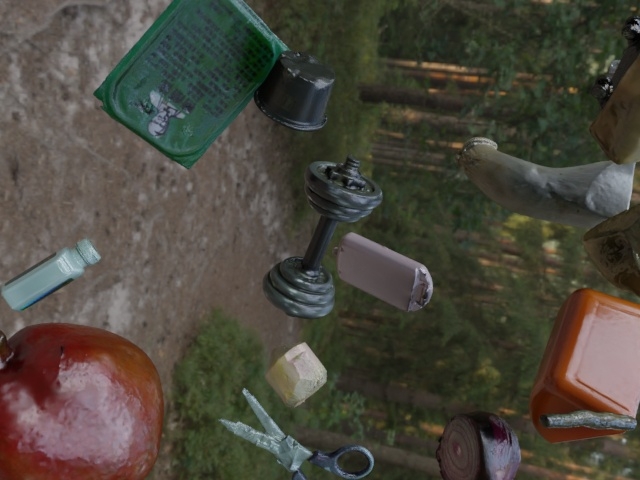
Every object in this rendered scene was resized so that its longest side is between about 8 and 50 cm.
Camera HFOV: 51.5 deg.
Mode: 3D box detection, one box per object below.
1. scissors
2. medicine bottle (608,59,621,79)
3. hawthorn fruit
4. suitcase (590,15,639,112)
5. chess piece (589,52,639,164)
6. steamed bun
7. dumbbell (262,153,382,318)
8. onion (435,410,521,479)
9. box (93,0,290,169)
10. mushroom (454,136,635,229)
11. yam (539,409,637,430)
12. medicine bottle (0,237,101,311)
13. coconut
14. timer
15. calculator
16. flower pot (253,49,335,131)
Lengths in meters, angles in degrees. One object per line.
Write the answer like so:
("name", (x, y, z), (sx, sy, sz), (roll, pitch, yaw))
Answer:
("scissors", (-0.073, 0.501, 1.582), (0.256, 0.383, 0.029), (-44, -166, 4))
("medicine bottle", (0.725, -0.302, 1.237), (0.110, 0.351, 0.110), (-23, 120, -46))
("hawthorn fruit", (-0.384, 0.265, 0.974), (0.311, 0.294, 0.295), (21, 76, -55))
("suitcase", (0.596, -0.214, 1.082), (0.202, 0.312, 0.128), (-58, -162, -21))
("chess piece", (0.327, -0.142, 0.462), (0.137, 0.300, 0.137), (57, -18, 31))
("steamed bun", (0.614, 0.013, 1.311), (0.110, 0.212, 0.231), (19, 75, -34))
("dumbbell", (0.000, 0.000, 1.455), (0.406, 0.179, 0.179), (-68, 172, 24))
("onion", (0.343, 0.468, 1.369), (0.195, 0.139, 0.218), (-64, -151, 29))
("box", (-0.262, -0.346, 1.330), (0.336, 0.106, 0.264), (-45, 133, 8))
("mushroom", (0.503, -0.134, 1.539), (0.126, 0.396, 0.178), (51, 53, -68))
("yam", (0.364, 0.241, 0.888), (0.234, 0.029, 0.027), (13, 113, -39))
("medicine bottle", (-0.647, 0.080, 1.606), (0.083, 0.228, 0.121), (59, -12, -7))
("coconut", (-0.070, 0.338, 1.719), (0.147, 0.153, 0.147), (-35, 165, -11))
("timer", (0.509, 0.252, 1.301), (0.250, 0.161, 0.258), (94, 22, -61))
("calculator", (0.094, 0.051, 1.041), (0.032, 0.175, 0.100), (-47, 154, -39))
("flower pot", (-0.041, -0.303, 1.309), (0.107, 0.157, 0.157), (-60, -179, 36))
